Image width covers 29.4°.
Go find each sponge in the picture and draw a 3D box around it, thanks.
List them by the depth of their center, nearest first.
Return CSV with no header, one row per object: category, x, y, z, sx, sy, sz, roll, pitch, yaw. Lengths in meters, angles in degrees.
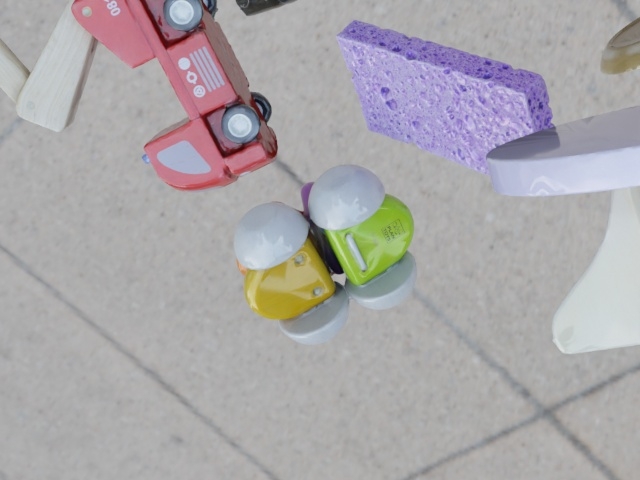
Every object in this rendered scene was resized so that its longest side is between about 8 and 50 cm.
sponge,0.113,-0.119,1.075,0.210,0.031,0.117,25,150,38

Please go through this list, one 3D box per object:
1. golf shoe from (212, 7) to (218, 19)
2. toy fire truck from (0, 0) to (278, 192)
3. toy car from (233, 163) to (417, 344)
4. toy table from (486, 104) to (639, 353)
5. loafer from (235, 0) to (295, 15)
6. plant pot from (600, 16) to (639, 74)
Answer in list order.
golf shoe,-0.169,-0.284,0.978,0.105,0.120,0.273,-19,92,19
toy fire truck,-0.119,-0.100,0.623,0.135,0.047,0.192,-24,103,12
toy car,0.000,0.000,1.211,0.182,0.136,0.159,-27,126,0
toy table,0.267,-0.013,0.852,0.274,0.252,0.161,-7,104,40
loafer,-0.102,-0.306,1.160,0.078,0.080,0.220,-32,87,31
plant pot,0.501,-0.308,1.739,0.236,0.236,0.032,-23,105,33
